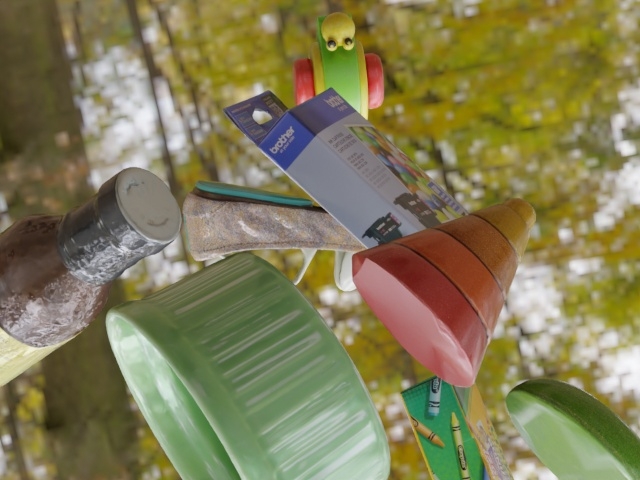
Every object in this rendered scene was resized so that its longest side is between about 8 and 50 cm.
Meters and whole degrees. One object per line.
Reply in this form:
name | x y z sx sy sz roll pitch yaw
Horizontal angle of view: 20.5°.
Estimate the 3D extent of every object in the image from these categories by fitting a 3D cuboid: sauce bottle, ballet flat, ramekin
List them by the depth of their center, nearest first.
sauce bottle | -0.253 0.049 1.481 0.344 0.111 0.111 -31 -179 35
ramekin | -0.065 0.159 1.706 0.148 0.303 0.303 -31 -160 -17
ballet flat | 0.000 0.000 1.988 0.316 0.106 0.107 6 -173 -5

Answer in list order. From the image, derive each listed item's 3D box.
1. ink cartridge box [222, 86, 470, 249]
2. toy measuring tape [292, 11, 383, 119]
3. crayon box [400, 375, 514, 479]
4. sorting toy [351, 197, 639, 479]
ink cartridge box | 0.050 -0.061 1.838 0.065 0.311 0.186 -51 176 18
toy measuring tape | 0.021 -0.153 2.239 0.121 0.330 0.121 1 -130 -1
crayon box | 0.216 0.334 2.507 0.081 0.278 0.165 -25 164 13
sorting toy | 0.190 0.091 1.172 0.365 0.127 0.126 40 -107 21
